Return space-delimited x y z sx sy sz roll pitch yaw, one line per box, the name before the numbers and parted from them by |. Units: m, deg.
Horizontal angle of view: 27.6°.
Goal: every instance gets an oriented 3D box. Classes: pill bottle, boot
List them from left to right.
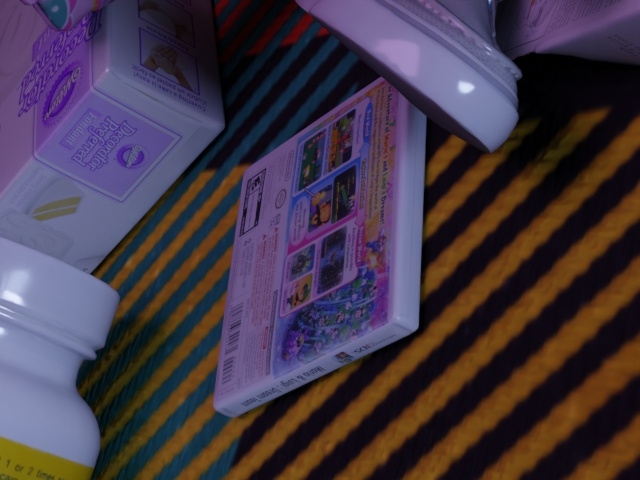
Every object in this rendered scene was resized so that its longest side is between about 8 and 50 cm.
pill bottle | -0.241 0.161 0.750 0.188 0.188 0.334 2 69 57
boot | 0.054 -0.138 0.614 0.123 0.095 0.258 -48 30 8

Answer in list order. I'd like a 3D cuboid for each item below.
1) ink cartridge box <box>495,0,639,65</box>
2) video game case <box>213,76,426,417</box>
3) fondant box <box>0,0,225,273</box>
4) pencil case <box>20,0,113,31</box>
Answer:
ink cartridge box | 0.155 -0.156 0.556 0.181 0.056 0.224 -68 13 -9
video game case | 0.000 0.000 0.678 0.143 0.019 0.157 -30 43 42
fondant box | -0.189 -0.130 0.984 0.238 0.096 0.330 -44 37 29
pencil case | -0.068 -0.234 0.778 0.284 0.124 0.124 -23 44 13
